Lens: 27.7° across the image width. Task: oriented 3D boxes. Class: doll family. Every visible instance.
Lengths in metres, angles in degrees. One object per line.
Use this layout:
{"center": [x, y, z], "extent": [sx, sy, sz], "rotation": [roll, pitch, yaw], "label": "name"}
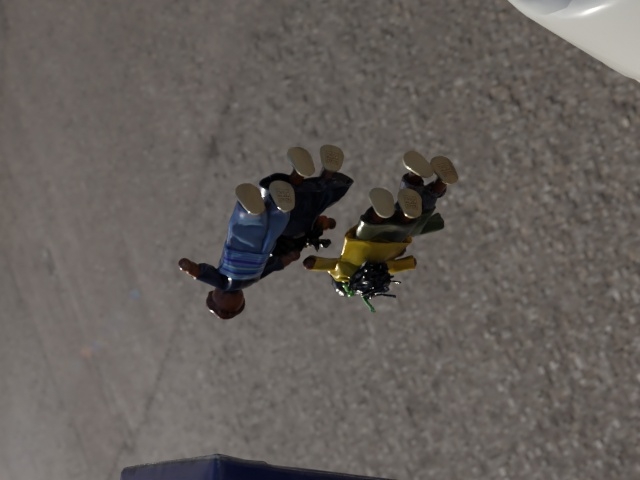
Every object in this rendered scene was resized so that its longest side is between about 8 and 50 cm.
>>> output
{"center": [0.000, 0.000, 0.846], "extent": [0.111, 0.193, 0.076], "rotation": [119, 149, -48], "label": "doll family"}

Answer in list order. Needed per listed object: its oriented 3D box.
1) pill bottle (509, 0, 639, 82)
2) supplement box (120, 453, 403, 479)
{"center": [0.273, -0.085, 0.512], "extent": [0.224, 0.392, 0.224], "rotation": [-44, 32, 38], "label": "pill bottle"}
{"center": [-0.033, 0.333, 0.850], "extent": [0.195, 0.194, 0.357], "rotation": [-23, 59, 61], "label": "supplement box"}
